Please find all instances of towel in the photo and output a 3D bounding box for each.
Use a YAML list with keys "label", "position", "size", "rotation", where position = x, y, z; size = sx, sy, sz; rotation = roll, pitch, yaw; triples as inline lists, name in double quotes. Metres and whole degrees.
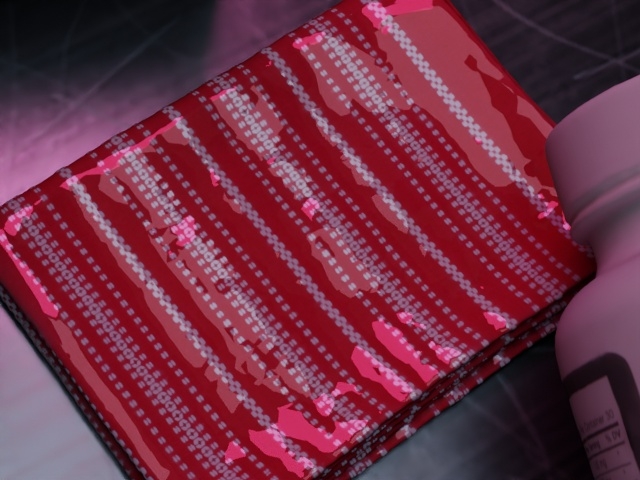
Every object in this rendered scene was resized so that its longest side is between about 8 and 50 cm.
- label: "towel"
  position: [0.000, 0.000, 0.736]
  size: [0.275, 0.031, 0.199]
  rotation: [-34, 77, -21]

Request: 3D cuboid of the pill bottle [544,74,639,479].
- label: "pill bottle"
  position: [0.202, 0.085, 0.652]
  size: [0.176, 0.176, 0.319]
  rotation: [-12, 76, -16]
